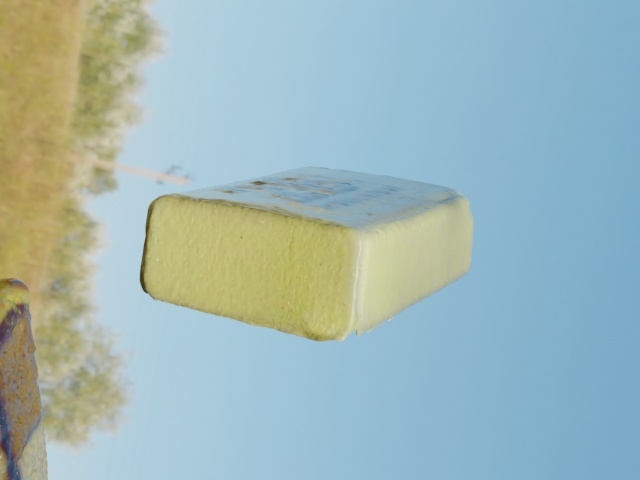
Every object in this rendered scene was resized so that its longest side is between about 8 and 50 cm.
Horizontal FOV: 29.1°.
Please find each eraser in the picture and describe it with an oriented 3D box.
[{"bbox_3d":[0.000,0.000,0.636,0.172,0.117,0.058,-18,115,-64],"label":"eraser"}]

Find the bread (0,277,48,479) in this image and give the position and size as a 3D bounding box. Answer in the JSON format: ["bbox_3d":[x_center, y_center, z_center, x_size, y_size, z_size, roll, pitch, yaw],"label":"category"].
[{"bbox_3d":[-0.240,0.141,0.774,0.181,0.096,0.222,-70,165,-59],"label":"bread"}]
